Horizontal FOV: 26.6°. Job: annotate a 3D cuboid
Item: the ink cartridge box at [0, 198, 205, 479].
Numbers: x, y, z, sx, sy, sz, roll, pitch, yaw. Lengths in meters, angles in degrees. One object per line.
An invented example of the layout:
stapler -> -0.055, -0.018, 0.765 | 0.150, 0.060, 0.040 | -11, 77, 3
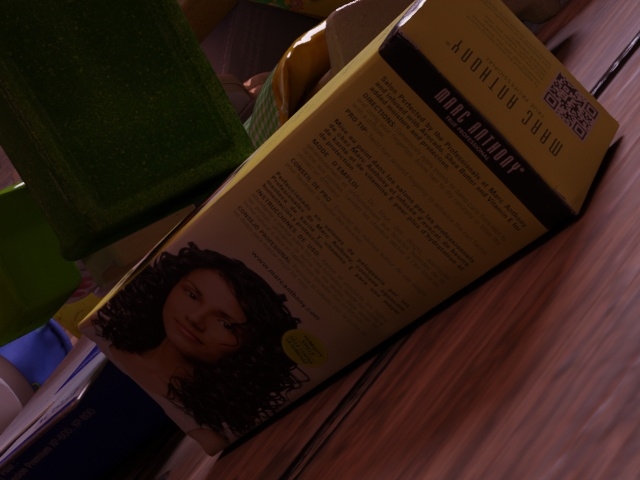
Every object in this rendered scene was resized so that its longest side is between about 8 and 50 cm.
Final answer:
ink cartridge box -> -0.098, 0.051, 0.837 | 0.175, 0.069, 0.371 | -40, 8, 33

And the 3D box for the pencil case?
pencil case -> -0.326, 0.121, 1.398 | 0.119, 0.133, 0.306 | -63, 12, -8

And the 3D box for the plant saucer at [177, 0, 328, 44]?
plant saucer -> -0.080, -0.203, 1.377 | 0.333, 0.332, 0.081 | -40, 51, 41

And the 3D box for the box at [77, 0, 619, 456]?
box -> 0.000, 0.000, 0.522 | 0.232, 0.087, 0.058 | -40, 8, 43

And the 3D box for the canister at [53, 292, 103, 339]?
canister -> -0.240, 0.030, 1.448 | 0.073, 0.126, 0.170 | -44, 6, 17

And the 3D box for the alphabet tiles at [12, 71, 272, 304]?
alphabet tiles -> -0.119, -0.031, 1.001 | 0.278, 0.021, 0.284 | -9, -26, -43

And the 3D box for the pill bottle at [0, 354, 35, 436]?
pill bottle -> -0.274, 0.146, 0.951 | 0.152, 0.152, 0.272 | -49, 7, -17

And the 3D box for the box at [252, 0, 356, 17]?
box -> -0.022, -0.275, 1.061 | 0.279, 0.289, 0.177 | -89, 11, -79

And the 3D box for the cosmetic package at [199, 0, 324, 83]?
cosmetic package -> -0.074, -0.106, 1.193 | 0.238, 0.107, 0.127 | 143, 137, -64

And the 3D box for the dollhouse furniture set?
dollhouse furniture set -> -0.056, -0.096, 0.682 | 0.301, 0.151, 0.197 | -28, -5, -31
